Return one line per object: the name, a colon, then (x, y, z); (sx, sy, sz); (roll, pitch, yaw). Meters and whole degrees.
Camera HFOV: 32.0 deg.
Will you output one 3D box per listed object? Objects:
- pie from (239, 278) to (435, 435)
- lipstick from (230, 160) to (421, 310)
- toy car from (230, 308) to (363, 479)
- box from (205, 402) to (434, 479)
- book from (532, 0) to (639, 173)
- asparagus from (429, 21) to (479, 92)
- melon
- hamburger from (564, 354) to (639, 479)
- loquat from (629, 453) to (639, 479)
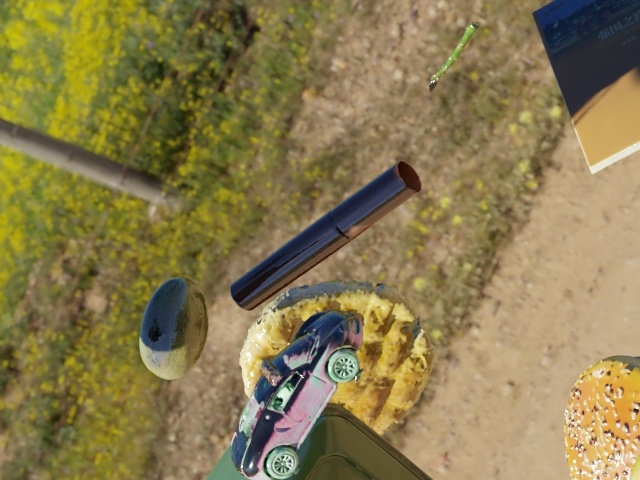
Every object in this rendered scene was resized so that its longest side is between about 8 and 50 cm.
pie: (0.026, 0.205, 1.843); (0.339, 0.339, 0.083); (-60, 27, 16)
lipstick: (0.000, 0.000, 1.627); (0.356, 0.057, 0.057); (-35, 37, 32)
toy car: (-0.021, 0.109, 0.814); (0.142, 0.055, 0.069); (-58, 21, 4)
box: (-0.041, 0.339, 1.111); (0.329, 0.253, 0.177); (-55, 25, -18)
book: (0.492, -0.301, 1.749); (0.262, 0.028, 0.374); (-28, 46, 23)
asparagus: (0.190, -0.264, 1.612); (0.016, 0.016, 0.163); (-46, -4, -33)
melon: (-0.214, 0.128, 1.641); (0.099, 0.099, 0.162); (-115, 35, -60)
hamburger: (0.525, 0.335, 1.862); (0.300, 0.176, 0.300); (-176, 90, -69)
loquat: (0.524, 0.369, 1.618); (0.149, 0.204, 0.172); (-137, 30, -76)
